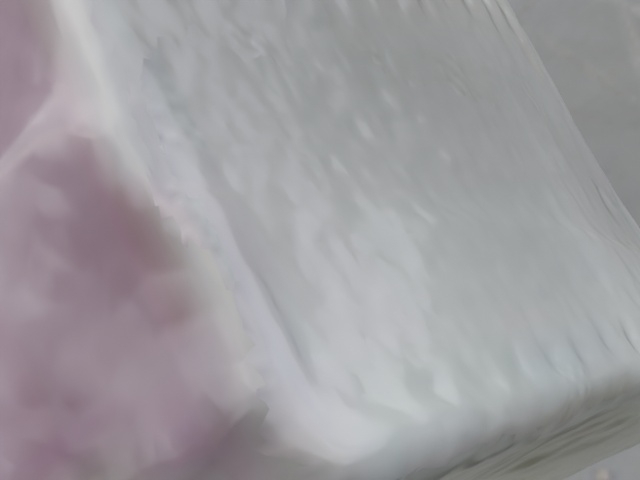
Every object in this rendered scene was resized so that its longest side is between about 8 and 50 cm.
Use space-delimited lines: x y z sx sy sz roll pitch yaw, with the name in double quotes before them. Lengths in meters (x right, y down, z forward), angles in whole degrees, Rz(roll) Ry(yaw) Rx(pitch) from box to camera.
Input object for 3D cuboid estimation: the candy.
"candy" 0.000 0.003 0.536 0.208 0.145 0.358 61 24 15
